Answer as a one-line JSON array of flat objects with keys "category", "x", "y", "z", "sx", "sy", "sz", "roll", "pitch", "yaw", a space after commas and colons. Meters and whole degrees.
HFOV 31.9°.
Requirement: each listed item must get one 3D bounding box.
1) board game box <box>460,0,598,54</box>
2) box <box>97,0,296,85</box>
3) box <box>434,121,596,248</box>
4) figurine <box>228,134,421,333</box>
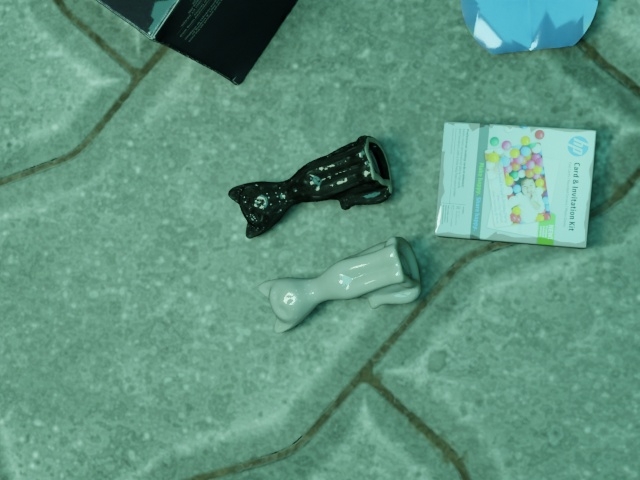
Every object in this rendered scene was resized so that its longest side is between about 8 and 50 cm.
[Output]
[{"category": "board game box", "x": 0.261, "y": -0.301, "z": 1.390, "sx": 0.169, "sy": 0.033, "sz": 0.133, "roll": -4, "pitch": 92, "yaw": 18}, {"category": "box", "x": -0.227, "y": -0.376, "z": 1.360, "sx": 0.343, "sy": 0.312, "sz": 0.179, "roll": 36, "pitch": 96, "yaw": 11}, {"category": "box", "x": 0.240, "y": -0.069, "z": 1.382, "sx": 0.186, "sy": 0.038, "sz": 0.145, "roll": 6, "pitch": 89, "yaw": 12}, {"category": "figurine", "x": 0.000, "y": 0.000, "z": 1.418, "sx": 0.209, "sy": 0.092, "sz": 0.215, "roll": -18, "pitch": 85, "yaw": 20}]
